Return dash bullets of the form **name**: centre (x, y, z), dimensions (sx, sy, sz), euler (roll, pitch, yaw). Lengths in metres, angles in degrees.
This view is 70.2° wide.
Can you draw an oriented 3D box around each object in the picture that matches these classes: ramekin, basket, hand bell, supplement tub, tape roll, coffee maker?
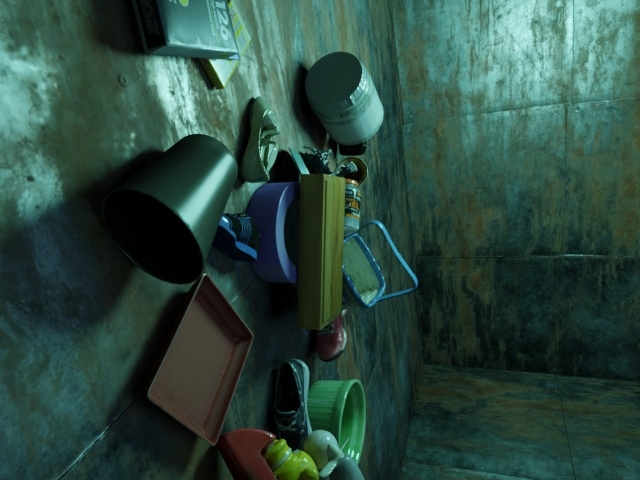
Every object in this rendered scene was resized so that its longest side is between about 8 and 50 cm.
- **ramekin**: centre (0.040, 0.610, 1.507), dimensions (0.303, 0.148, 0.304), euler (-1, 90, -69)
- **basket**: centre (-0.241, -0.074, 0.801), dimensions (0.227, 0.154, 0.205), euler (-73, 153, -46)
- **hand bell**: centre (0.140, -0.258, 1.896), dimensions (0.242, 0.126, 0.126), euler (26, 64, -80)
- **supplement tub**: centre (0.091, -0.126, 1.706), dimensions (0.117, 0.116, 0.191), euler (32, 59, -66)
- **tape roll**: centre (-0.098, -0.021, 1.247), dimensions (0.274, 0.090, 0.275), euler (0, 90, -69)
- **basket**: centre (0.138, 0.097, 1.467), dimensions (0.255, 0.288, 0.201), euler (57, 31, -5)
- **coffee maker**: centre (0.127, -0.423, 1.777), dimensions (0.171, 0.120, 0.179), euler (36, 49, -62)

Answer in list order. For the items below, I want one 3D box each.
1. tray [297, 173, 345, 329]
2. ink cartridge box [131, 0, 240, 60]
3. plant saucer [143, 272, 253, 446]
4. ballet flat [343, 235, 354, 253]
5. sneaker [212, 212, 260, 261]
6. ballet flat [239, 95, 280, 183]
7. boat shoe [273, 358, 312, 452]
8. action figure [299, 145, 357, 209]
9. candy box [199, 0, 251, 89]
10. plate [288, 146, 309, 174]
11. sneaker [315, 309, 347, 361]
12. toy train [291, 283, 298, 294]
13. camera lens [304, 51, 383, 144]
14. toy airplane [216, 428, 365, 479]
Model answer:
- **tray**: centre (0.008, 0.025, 1.289), dimensions (0.202, 0.076, 0.412), euler (-13, 106, -70)
- **ink cartridge box**: centre (-0.248, -0.512, 0.867), dimensions (0.307, 0.072, 0.304), euler (-37, 119, -59)
- **plant saucer**: centre (-0.242, 0.242, 0.924), dimensions (0.259, 0.047, 0.259), euler (67, 31, -45)
- **ballet flat**: centre (0.133, 0.088, 1.822), dimensions (0.316, 0.106, 0.108), euler (59, 37, -54)
- **sneaker**: centre (-0.199, -0.028, 1.009), dimensions (0.232, 0.081, 0.091), euler (58, 34, -65)
- **ballet flat**: centre (-0.141, -0.257, 1.152), dimensions (0.086, 0.086, 0.249), euler (45, 48, -61)
- **boat shoe**: centre (-0.082, 0.483, 1.253), dimensions (0.102, 0.108, 0.302), euler (33, 56, -65)
- **action figure**: centre (0.022, -0.219, 1.478), dimensions (0.141, 0.164, 0.276), euler (-45, 147, -19)
- **candy box**: centre (-0.218, -0.447, 1.032), dimensions (0.105, 0.027, 0.206), euler (61, 35, -45)
- **plate**: centre (-0.046, -0.194, 1.348), dimensions (0.188, 0.024, 0.188), euler (-26, 90, -89)
- **sneaker**: centre (0.022, 0.261, 1.563), dimensions (0.136, 0.115, 0.314), euler (56, 31, -39)
- **toy train**: centre (-0.046, 0.085, 1.439), dimensions (0.125, 0.046, 0.167), euler (56, 38, -54)
- **camera lens**: centre (0.086, -0.474, 1.558), dimensions (0.274, 0.219, 0.220), euler (40, 53, -63)
- **toy airplane**: centre (-0.022, 0.569, 1.020), dimensions (0.272, 0.385, 0.385), euler (-54, 140, -39)
